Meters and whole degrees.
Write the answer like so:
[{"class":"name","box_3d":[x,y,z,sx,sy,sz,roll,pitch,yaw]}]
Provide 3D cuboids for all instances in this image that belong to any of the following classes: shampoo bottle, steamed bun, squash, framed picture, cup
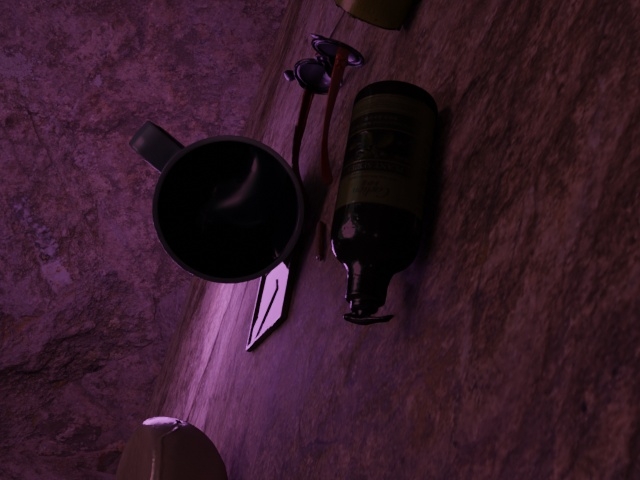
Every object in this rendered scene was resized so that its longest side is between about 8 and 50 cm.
[{"class":"shampoo bottle","box_3d":[0.067,-0.039,0.832,0.101,0.101,0.284,136,148,-63]},{"class":"steamed bun","box_3d":[-0.264,0.465,1.337,0.283,0.177,0.283,-42,39,47]},{"class":"squash","box_3d":[0.110,-0.419,1.113,0.123,0.123,0.186,-98,32,-60]},{"class":"framed picture","box_3d":[-0.094,0.104,1.461,0.250,0.016,0.184,130,153,-59]},{"class":"cup","box_3d":[-0.205,-0.071,1.428,0.311,0.331,0.257,-137,58,-83]}]

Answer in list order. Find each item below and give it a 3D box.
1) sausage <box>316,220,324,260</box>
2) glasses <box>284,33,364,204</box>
[{"class":"sausage","box_3d":[0.000,0.000,1.223,0.100,0.015,0.015,-89,21,-50]},{"class":"glasses","box_3d":[-0.019,-0.223,1.359,0.234,0.118,0.268,156,130,-70]}]
